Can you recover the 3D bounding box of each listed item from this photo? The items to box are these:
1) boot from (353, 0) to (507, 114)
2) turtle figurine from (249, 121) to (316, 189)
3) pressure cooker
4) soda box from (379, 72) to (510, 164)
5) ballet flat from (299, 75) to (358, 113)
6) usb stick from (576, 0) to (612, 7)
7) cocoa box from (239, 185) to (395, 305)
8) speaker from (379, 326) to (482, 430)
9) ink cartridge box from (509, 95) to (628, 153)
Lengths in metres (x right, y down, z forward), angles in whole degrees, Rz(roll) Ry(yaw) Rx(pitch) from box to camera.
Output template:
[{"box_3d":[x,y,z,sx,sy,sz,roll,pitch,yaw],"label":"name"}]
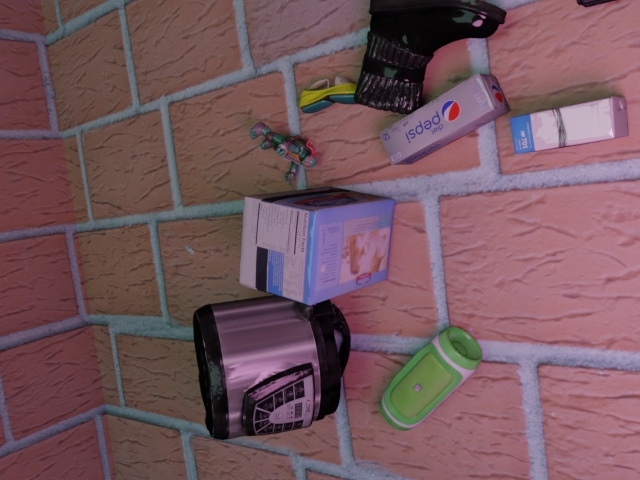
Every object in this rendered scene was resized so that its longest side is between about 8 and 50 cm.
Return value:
[{"box_3d":[0.242,-0.418,1.371,0.348,0.131,0.259,17,106,38],"label":"boot"},{"box_3d":[-0.090,-0.245,1.683,0.234,0.118,0.175,38,160,29],"label":"turtle figurine"},{"box_3d":[-0.119,0.322,1.622,0.370,0.421,0.375,144,118,-69],"label":"pressure cooker"},{"box_3d":[0.284,-0.275,1.387,0.286,0.098,0.091,-27,80,38],"label":"soda box"},{"box_3d":[0.034,-0.395,1.583,0.231,0.077,0.077,-2,83,40],"label":"ballet flat"},{"box_3d":[0.624,-0.505,1.110,0.278,0.045,0.077,-1,98,39],"label":"usb stick"},{"box_3d":[0.000,0.000,1.501,0.228,0.347,0.231,13,105,36],"label":"cocoa box"},{"box_3d":[0.271,0.350,1.493,0.131,0.131,0.296,48,123,22],"label":"speaker"},{"box_3d":[0.500,-0.230,1.196,0.191,0.140,0.082,-4,97,39],"label":"ink cartridge box"}]
